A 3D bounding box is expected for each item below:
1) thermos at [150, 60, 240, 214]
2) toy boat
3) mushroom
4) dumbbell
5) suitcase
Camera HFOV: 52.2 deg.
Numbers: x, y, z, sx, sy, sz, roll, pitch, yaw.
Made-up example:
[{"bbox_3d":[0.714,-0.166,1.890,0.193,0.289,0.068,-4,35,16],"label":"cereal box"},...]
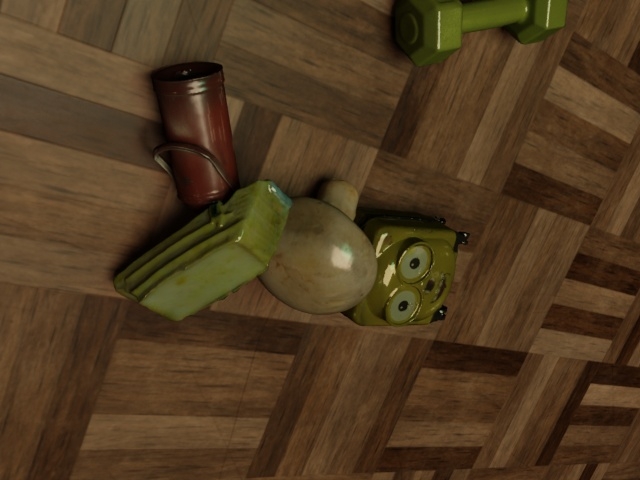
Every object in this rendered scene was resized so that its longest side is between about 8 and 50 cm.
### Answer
[{"bbox_3d":[-0.160,-0.121,0.900,0.124,0.099,0.232,-51,142,-50],"label":"thermos"},{"bbox_3d":[-0.157,0.026,0.907,0.276,0.084,0.111,-33,144,12],"label":"toy boat"},{"bbox_3d":[-0.014,0.012,1.018,0.206,0.209,0.206,-1,123,-1],"label":"mushroom"},{"bbox_3d":[0.260,-0.360,1.044,0.302,0.121,0.108,-17,148,-24],"label":"dumbbell"},{"bbox_3d":[0.138,0.051,1.139,0.235,0.143,0.194,3,111,-33],"label":"suitcase"}]
